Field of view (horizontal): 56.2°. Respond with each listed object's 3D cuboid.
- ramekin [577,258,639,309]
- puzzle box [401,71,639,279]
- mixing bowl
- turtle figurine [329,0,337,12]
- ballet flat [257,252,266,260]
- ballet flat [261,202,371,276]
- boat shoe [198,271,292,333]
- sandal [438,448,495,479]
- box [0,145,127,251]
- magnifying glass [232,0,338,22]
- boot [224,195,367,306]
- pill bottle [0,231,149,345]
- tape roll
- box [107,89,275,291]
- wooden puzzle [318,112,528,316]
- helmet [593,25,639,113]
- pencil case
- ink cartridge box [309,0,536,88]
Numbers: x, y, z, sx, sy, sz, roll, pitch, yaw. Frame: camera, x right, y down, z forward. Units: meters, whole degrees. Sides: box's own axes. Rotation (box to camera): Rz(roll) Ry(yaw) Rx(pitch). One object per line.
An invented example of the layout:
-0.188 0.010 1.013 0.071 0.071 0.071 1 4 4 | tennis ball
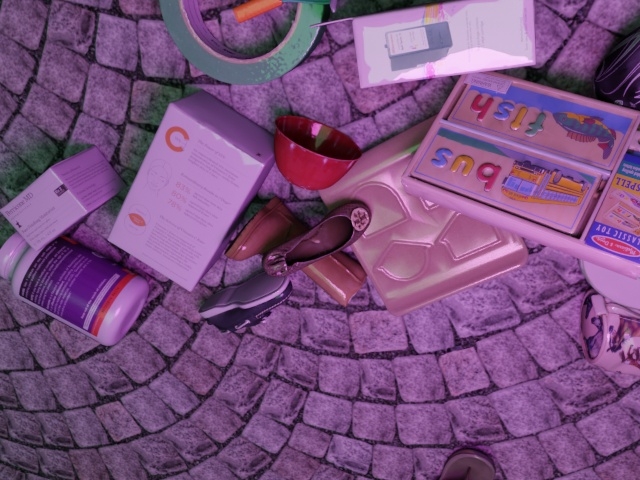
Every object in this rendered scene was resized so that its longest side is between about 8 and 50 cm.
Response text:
0.610 -0.014 1.089 0.304 0.148 0.303 10 128 13 | ramekin
0.376 -0.132 1.013 0.409 0.052 0.272 24 74 25 | puzzle box
-0.019 -0.162 1.181 0.182 0.181 0.098 24 118 1 | mixing bowl
0.120 -0.551 0.953 0.275 0.198 0.266 -23 89 -23 | turtle figurine
-0.135 0.028 1.367 0.114 0.041 0.041 41 115 -6 | ballet flat
0.000 0.000 1.170 0.250 0.058 0.084 -27 102 -17 | ballet flat
-0.155 0.145 1.359 0.303 0.114 0.091 -17 119 47 | boat shoe
0.335 0.641 1.502 0.120 0.086 0.302 29 116 -1 | sandal
-0.562 -0.095 1.324 0.181 0.182 0.119 -31 104 22 | box
-0.049 -0.444 1.066 0.231 0.026 0.092 -16 109 19 | magnifying glass
-0.039 0.042 1.246 0.269 0.236 0.089 41 128 -3 | boot
-0.585 0.102 1.415 0.323 0.181 0.181 29 116 -1 | pill bottle
-0.143 -0.461 1.135 0.322 0.077 0.321 4 114 10 | tape roll
-0.262 -0.104 1.264 0.215 0.168 0.345 33 116 -3 | box
0.210 -0.051 1.241 0.322 0.080 0.347 -26 101 20 | wooden puzzle
0.566 -0.287 1.007 0.169 0.169 0.161 40 158 -6 | helmet
0.725 0.199 1.184 0.411 0.159 0.183 9 135 8 | pencil case
0.177 -0.347 1.042 0.354 0.207 0.119 -4 111 15 | ink cartridge box
